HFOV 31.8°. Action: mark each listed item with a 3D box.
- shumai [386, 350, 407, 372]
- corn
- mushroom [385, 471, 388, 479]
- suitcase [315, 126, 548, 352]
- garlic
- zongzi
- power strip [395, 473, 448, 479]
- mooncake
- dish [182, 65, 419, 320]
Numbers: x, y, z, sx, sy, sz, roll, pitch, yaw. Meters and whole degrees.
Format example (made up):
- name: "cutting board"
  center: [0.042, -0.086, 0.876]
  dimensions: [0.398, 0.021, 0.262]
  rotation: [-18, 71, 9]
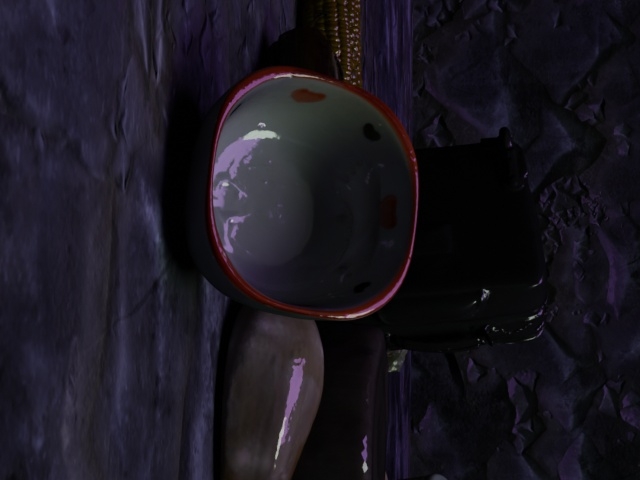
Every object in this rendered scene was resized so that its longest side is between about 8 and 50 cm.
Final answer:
- name: "shumai"
  center: [0.095, 0.133, 1.842]
  dimensions: [0.218, 0.189, 0.256]
  rotation: [77, 21, -46]
- name: "corn"
  center: [0.012, -0.259, 1.631]
  dimensions: [0.102, 0.101, 0.313]
  rotation: [47, 41, -76]
- name: "mushroom"
  center: [0.026, 0.377, 1.642]
  dimensions: [0.166, 0.127, 0.166]
  rotation: [-43, 143, -44]
- name: "suitcase"
  center: [0.148, 0.013, 1.633]
  dimensions: [0.188, 0.345, 0.339]
  rotation: [83, 4, -47]
- name: "garlic"
  center: [-0.060, 0.187, 1.249]
  dimensions: [0.143, 0.112, 0.318]
  rotation: [67, 35, -73]
- name: "zongzi"
  center: [-0.038, -0.177, 1.331]
  dimensions: [0.241, 0.111, 0.248]
  rotation: [43, 43, -69]
- name: "power strip"
  center: [0.145, 0.541, 1.787]
  dimensions: [0.357, 0.161, 0.358]
  rotation: [-14, 90, -72]
- name: "mooncake"
  center: [0.008, 0.254, 1.437]
  dimensions: [0.306, 0.154, 0.306]
  rotation: [1, 90, -79]
- name: "dish"
  center: [-0.031, -0.038, 1.107]
  dimensions: [0.117, 0.256, 0.256]
  rotation: [-13, -108, 57]
